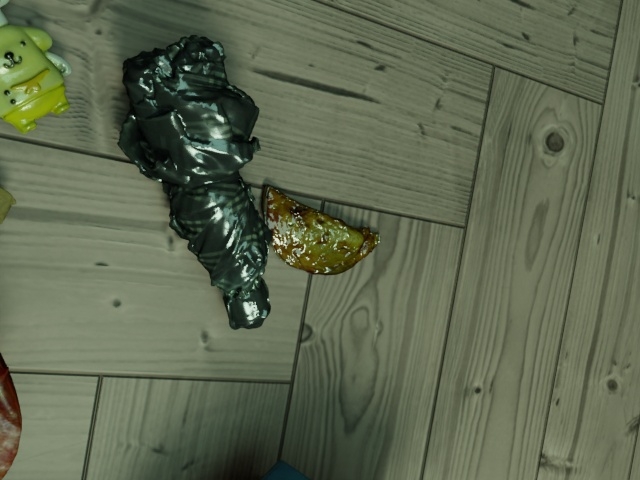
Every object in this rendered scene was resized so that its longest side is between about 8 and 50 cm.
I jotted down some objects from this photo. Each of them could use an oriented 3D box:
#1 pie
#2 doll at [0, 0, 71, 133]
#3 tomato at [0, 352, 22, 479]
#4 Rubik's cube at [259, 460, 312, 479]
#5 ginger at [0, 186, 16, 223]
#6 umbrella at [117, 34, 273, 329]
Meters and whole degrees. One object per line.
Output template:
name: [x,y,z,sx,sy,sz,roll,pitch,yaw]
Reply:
pie: [-0.002,0.001,0.875,0.191,0.033,0.088,22,89,-29]
doll: [-0.321,-0.190,0.663,0.106,0.062,0.162,-39,111,-24]
tomato: [-0.440,0.129,0.572,0.339,0.144,0.338,-12,119,-23]
Rubik's cube: [-0.009,0.473,0.726,0.368,0.387,0.358,36,76,-25]
ginger: [-0.393,-0.010,0.639,0.190,0.069,0.095,-11,106,-28]
umbrella: [-0.113,-0.063,0.764,0.154,0.128,0.336,-30,116,-6]
